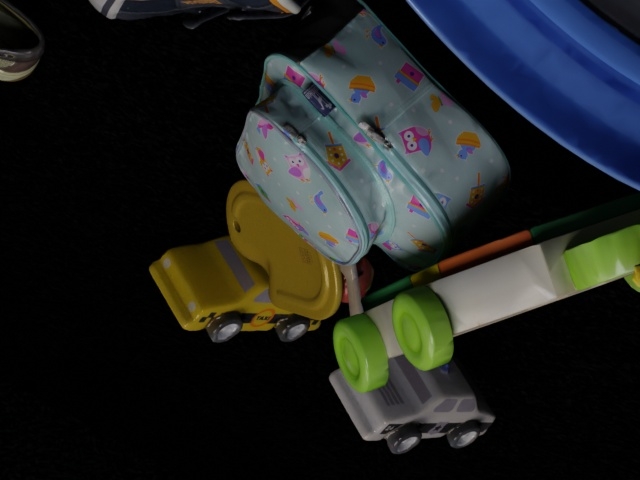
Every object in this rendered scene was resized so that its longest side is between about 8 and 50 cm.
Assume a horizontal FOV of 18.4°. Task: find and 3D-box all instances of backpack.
[{"bbox_3d":[0.037,-0.063,1.408,0.188,0.144,0.166,38,161,3],"label":"backpack"}]

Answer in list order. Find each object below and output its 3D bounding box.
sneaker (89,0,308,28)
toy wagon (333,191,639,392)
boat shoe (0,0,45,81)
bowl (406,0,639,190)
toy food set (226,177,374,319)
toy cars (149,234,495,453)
[{"bbox_3d":[-0.053,-0.192,1.256,0.127,0.126,0.321,37,159,-10],"label":"sneaker"},{"bbox_3d":[0.167,0.022,1.372,0.068,0.267,0.344,70,158,5],"label":"toy wagon"},{"bbox_3d":[-0.334,-0.211,1.686,0.223,0.080,0.073,27,157,-16],"label":"boat shoe"},{"bbox_3d":[0.135,-0.176,0.958,0.391,0.077,0.391,41,163,15],"label":"bowl"},{"bbox_3d":[0.000,0.000,1.761,0.218,0.071,0.128,17,125,56],"label":"toy food set"},{"bbox_3d":[0.022,0.088,1.919,0.393,0.176,0.087,32,121,-15],"label":"toy cars"}]
